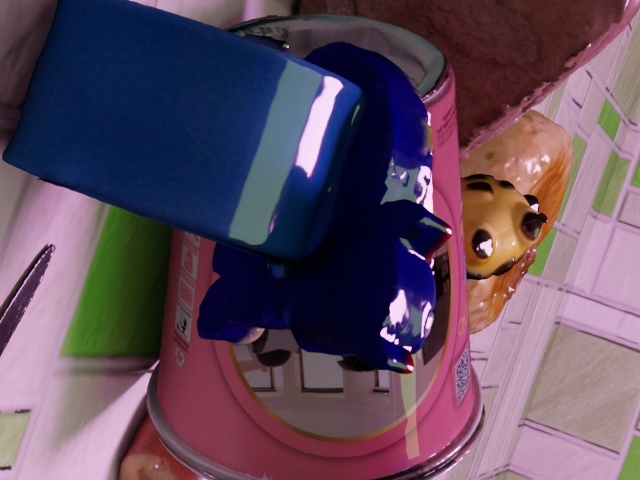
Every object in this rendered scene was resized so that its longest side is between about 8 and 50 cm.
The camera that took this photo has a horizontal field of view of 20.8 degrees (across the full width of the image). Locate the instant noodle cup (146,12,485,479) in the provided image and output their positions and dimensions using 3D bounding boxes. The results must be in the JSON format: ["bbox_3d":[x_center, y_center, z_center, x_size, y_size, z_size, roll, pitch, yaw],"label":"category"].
[{"bbox_3d":[0.000,0.000,1.114,0.244,0.244,0.255,-48,145,-54],"label":"instant noodle cup"}]

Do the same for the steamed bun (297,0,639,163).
[{"bbox_3d":[0.109,-0.201,1.232,0.301,0.199,0.251,-41,-172,43],"label":"steamed bun"}]

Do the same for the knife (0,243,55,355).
[{"bbox_3d":[-0.182,0.070,0.934,0.023,0.010,0.170,83,29,-57],"label":"knife"}]

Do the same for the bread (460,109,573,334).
[{"bbox_3d":[0.151,-0.027,1.721,0.244,0.134,0.244,-59,163,-30],"label":"bread"}]

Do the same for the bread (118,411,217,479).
[{"bbox_3d":[-0.093,0.161,1.238,0.119,0.067,0.192,73,39,-65],"label":"bread"}]

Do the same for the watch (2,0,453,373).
[{"bbox_3d":[-0.052,-0.043,0.878,0.196,0.200,0.171,2,-106,59],"label":"watch"}]

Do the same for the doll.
[{"bbox_3d":[0.076,-0.010,1.332,0.291,0.117,0.086,-176,-104,-68],"label":"doll"}]
